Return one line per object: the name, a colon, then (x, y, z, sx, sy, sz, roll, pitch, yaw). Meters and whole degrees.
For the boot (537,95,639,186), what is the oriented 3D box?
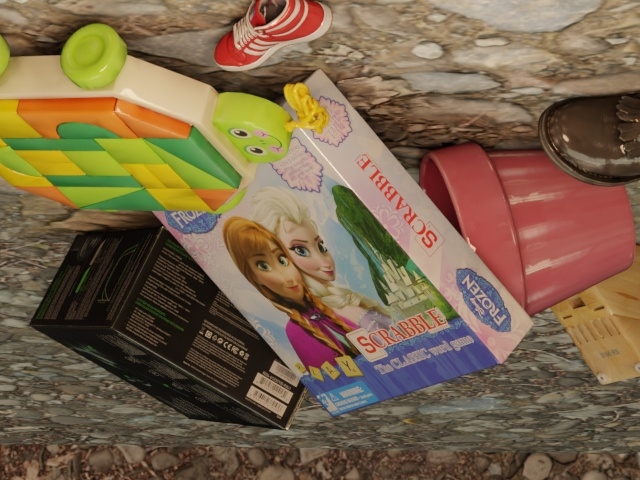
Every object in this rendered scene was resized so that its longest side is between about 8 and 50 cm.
boot: (0.349, -0.130, 1.605, 0.263, 0.091, 0.229, 1, 159, -17)

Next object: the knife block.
knife block: (0.400, 0.052, 2.233, 0.088, 0.242, 0.276, -21, 108, 50)

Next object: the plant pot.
plant pot: (0.212, -0.012, 1.827, 0.180, 0.201, 0.201, -14, 165, -7)

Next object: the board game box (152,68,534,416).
board game box: (0.006, 0.016, 1.781, 0.318, 0.066, 0.318, 49, 148, -9)

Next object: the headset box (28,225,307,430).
headset box: (-0.169, 0.103, 2.086, 0.246, 0.131, 0.283, 33, 163, -23)

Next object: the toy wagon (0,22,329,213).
toy wagon: (-0.161, -0.098, 1.603, 0.344, 0.068, 0.267, 2, 157, 26)

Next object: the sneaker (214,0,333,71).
sneaker: (-0.055, -0.177, 1.498, 0.118, 0.042, 0.067, -20, 159, 32)
